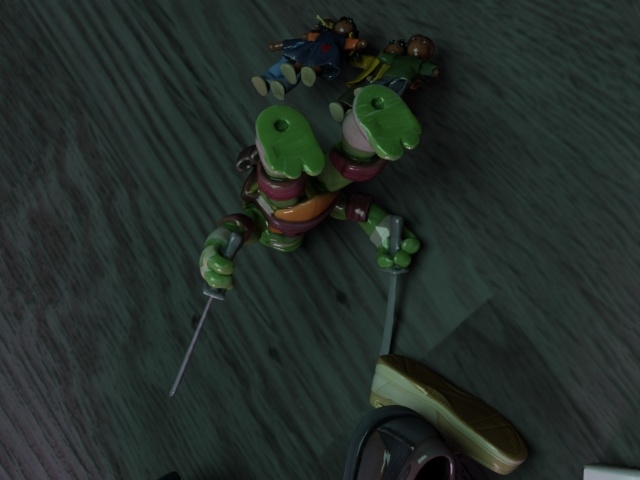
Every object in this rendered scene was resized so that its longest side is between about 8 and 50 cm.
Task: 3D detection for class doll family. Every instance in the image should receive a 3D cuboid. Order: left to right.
[{"bbox_3d":[0.026,-0.168,1.220,0.193,0.076,0.111,25,58,22],"label":"doll family"}]

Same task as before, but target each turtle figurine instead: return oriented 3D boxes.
[{"bbox_3d":[0.000,0.000,1.160,0.198,0.266,0.274,16,62,-3],"label":"turtle figurine"}]

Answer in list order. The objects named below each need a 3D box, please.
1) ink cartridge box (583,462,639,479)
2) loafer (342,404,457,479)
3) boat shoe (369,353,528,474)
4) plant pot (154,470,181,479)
[{"bbox_3d":[0.312,0.293,1.046,0.206,0.045,0.208,0,87,33],"label":"ink cartridge box"},{"bbox_3d":[0.066,0.298,1.116,0.095,0.109,0.302,20,109,62],"label":"loafer"},{"bbox_3d":[0.113,0.168,1.177,0.170,0.063,0.059,35,113,35],"label":"boat shoe"},{"bbox_3d":[-0.169,0.408,1.241,0.271,0.271,0.255,-43,80,24],"label":"plant pot"}]
